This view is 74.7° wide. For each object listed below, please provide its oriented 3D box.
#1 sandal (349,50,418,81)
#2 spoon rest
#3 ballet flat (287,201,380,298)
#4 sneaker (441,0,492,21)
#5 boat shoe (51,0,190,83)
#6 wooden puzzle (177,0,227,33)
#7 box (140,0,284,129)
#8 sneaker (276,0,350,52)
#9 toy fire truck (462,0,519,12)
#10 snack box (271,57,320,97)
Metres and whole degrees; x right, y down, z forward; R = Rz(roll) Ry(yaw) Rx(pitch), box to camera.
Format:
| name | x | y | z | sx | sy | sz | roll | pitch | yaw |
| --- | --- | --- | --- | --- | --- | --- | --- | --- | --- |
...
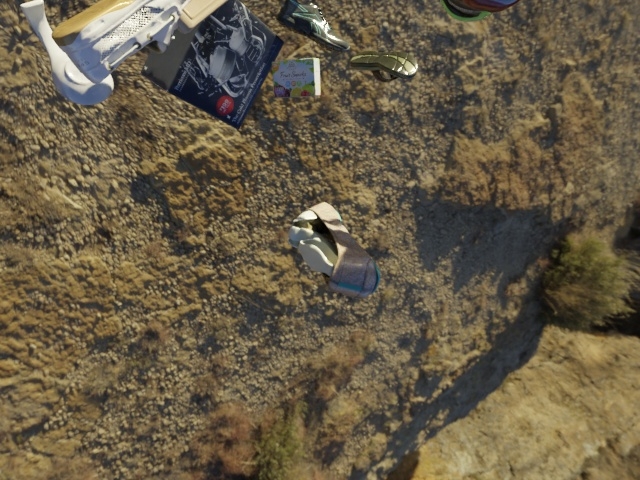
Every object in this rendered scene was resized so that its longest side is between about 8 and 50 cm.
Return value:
| name | x | y | z | sx | sy | sz | roll | pitch | yaw |
| --- | --- | --- | --- | --- | --- | --- | --- | --- | --- |
| sandal | 0.240 | -0.643 | 1.567 | 0.120 | 0.303 | 0.086 | -39 | 135 | -20 |
| spoon rest | -0.656 | -0.474 | 1.089 | 0.137 | 0.084 | 0.276 | -37 | 97 | -29 |
| ballet flat | 0.000 | 0.000 | 0.797 | 0.106 | 0.316 | 0.108 | 4 | 111 | -25 |
| sneaker | 0.259 | -0.669 | 0.788 | 0.185 | 0.202 | 0.483 | -29 | 113 | 13 |
| boat shoe | -0.280 | -0.348 | 0.669 | 0.277 | 0.098 | 0.096 | -48 | 141 | -24 |
| wooden puzzle | -0.321 | -0.650 | 1.007 | 0.221 | 0.044 | 0.239 | 45 | 77 | -15 |
| box | -0.343 | -0.594 | 1.365 | 0.312 | 0.179 | 0.343 | 15 | 108 | -56 |
| sneaker | -0.013 | -0.721 | 1.402 | 0.267 | 0.101 | 0.106 | 26 | 103 | -8 |
| toy fire truck | 0.125 | -0.244 | 0.163 | 0.254 | 0.169 | 0.302 | -16 | 162 | -39 |
| snack box | -0.070 | -0.464 | 1.204 | 0.037 | 0.141 | 0.100 | -31 | 123 | -56 |
